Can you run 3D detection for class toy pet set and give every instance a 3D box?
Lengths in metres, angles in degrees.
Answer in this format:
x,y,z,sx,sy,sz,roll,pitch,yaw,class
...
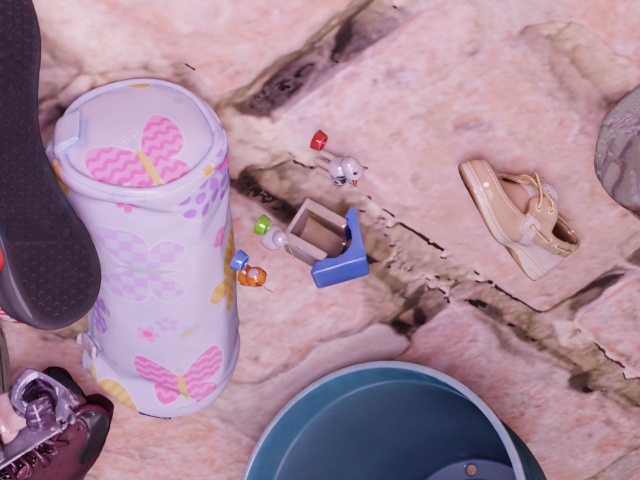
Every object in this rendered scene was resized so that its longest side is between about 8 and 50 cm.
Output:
x,y,z,sx,sy,sz,roll,pitch,yaw,class
0.000,0.000,1.096,0.122,0.065,0.114,-57,165,-13,toy pet set

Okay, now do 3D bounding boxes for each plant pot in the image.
x,y,z,sx,sy,sz,roll,pitch,yaw,class
0.101,0.269,1.347,0.271,0.272,0.255,-30,152,16,plant pot

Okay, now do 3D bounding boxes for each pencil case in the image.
x,y,z,sx,sy,sz,roll,pitch,yaw,class
-0.123,0.011,1.071,0.124,0.113,0.273,10,140,7,pencil case

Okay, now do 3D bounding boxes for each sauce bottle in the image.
x,y,z,sx,sy,sz,roll,pitch,yaw,class
0.363,-0.019,1.203,0.344,0.111,0.111,24,126,-38,sauce bottle

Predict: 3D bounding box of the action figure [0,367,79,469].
x,y,z,sx,sy,sz,roll,pitch,yaw,class
-0.255,0.117,0.945,0.185,0.099,0.285,-37,150,-18,action figure

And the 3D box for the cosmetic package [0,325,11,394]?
x,y,z,sx,sy,sz,roll,pitch,yaw,class
-0.385,0.107,1.076,0.296,0.129,0.153,-13,140,-3,cosmetic package

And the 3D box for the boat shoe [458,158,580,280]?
x,y,z,sx,sy,sz,roll,pitch,yaw,class
0.160,-0.026,1.168,0.059,0.063,0.170,-30,148,12,boat shoe

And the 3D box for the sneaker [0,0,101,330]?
x,y,z,sx,sy,sz,roll,pitch,yaw,class
-0.236,-0.073,0.945,0.090,0.145,0.270,-31,116,-37,sneaker

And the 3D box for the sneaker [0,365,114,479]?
x,y,z,sx,sy,sz,roll,pitch,yaw,class
-0.268,0.168,1.180,0.162,0.106,0.281,-54,161,22,sneaker
